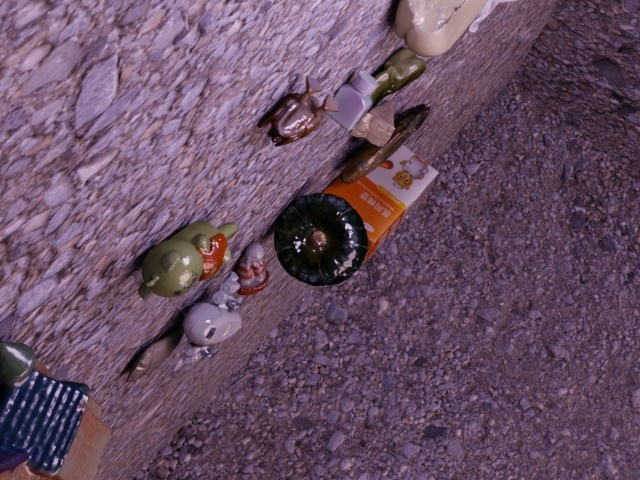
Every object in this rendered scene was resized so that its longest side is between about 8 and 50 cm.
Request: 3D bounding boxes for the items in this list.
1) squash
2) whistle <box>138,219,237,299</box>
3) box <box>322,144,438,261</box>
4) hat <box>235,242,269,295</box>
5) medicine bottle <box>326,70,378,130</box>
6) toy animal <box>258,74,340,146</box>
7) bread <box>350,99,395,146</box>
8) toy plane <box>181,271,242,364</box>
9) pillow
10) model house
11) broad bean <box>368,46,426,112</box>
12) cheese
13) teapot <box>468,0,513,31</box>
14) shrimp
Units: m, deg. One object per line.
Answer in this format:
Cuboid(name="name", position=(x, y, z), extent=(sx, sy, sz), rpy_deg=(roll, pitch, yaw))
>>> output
Cuboid(name="squash", position=(0.000, 0.000, 2.233), extent=(0.252, 0.252, 0.165), rpy_deg=(-50, 165, 4))
Cuboid(name="whistle", position=(-0.245, 0.030, 1.614), extent=(0.131, 0.106, 0.288), rpy_deg=(-47, 174, 34))
Cuboid(name="box", position=(0.163, -0.134, 2.551), extent=(0.341, 0.225, 0.143), rpy_deg=(-46, 169, -23))
Cuboid(name="hat", position=(-0.183, 0.065, 2.223), extent=(0.112, 0.093, 0.162), rpy_deg=(-54, 158, -39))
Cuboid(name="medicine bottle", position=(0.073, -0.309, 1.837), extent=(0.118, 0.074, 0.055), rpy_deg=(-55, 169, 29))
Cuboid(name="toy animal", position=(-0.060, -0.218, 1.574), extent=(0.179, 0.089, 0.188), rpy_deg=(-37, -173, 40))
Cuboid(name="bread", position=(0.140, -0.331, 2.247), extent=(0.077, 0.105, 0.152), rpy_deg=(-55, -159, 34))
Cuboid(name="toy plane", position=(-0.277, 0.203, 2.150), extent=(0.267, 0.122, 0.267), rpy_deg=(-57, 169, -17))
Cuboid(name="pillow", position=(-0.407, 0.280, 2.120), extent=(0.131, 0.038, 0.232), rpy_deg=(-57, 170, 25))
Cuboid(name="model house", position=(-0.513, 0.329, 1.301), extent=(0.280, 0.245, 0.312), rpy_deg=(67, 33, -51))
Cuboid(name="broad bean", position=(0.157, -0.379, 2.019), extent=(0.206, 0.072, 0.153), rpy_deg=(-37, 169, 1))
Cuboid(name="cheese", position=(0.264, -0.511, 1.752), extent=(0.266, 0.127, 0.233), rpy_deg=(-50, 169, -11))
Cuboid(name="teapot", position=(0.384, -0.587, 1.975), extent=(0.298, 0.139, 0.204), rpy_deg=(-42, 167, -36))
Cuboid(name="shrimp", position=(0.213, -0.308, 2.415), extent=(0.445, 0.085, 0.272), rpy_deg=(-43, -177, -40))
